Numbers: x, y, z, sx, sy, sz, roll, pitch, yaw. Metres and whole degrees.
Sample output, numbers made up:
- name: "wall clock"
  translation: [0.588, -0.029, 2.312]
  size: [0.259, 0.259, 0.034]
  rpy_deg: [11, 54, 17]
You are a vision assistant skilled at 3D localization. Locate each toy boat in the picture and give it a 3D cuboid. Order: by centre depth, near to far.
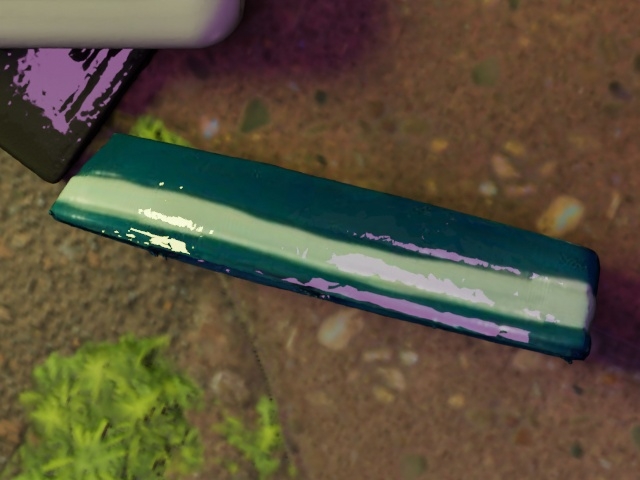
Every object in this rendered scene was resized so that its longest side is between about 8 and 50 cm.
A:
- name: "toy boat"
  translation: [0.000, 0.000, 0.736]
  size: [0.299, 0.096, 0.061]
  rpy_deg: [14, 88, 10]

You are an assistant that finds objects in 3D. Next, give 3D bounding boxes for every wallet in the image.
- name: "wallet"
  translation: [-0.210, -0.151, 0.786]
  size: [0.244, 0.025, 0.124]
  rpy_deg: [39, 101, 3]

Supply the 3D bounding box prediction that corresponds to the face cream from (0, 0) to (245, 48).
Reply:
- name: "face cream"
  translation: [-0.184, -0.168, 0.728]
  size: [0.291, 0.071, 0.143]
  rpy_deg: [-1, 84, 1]
